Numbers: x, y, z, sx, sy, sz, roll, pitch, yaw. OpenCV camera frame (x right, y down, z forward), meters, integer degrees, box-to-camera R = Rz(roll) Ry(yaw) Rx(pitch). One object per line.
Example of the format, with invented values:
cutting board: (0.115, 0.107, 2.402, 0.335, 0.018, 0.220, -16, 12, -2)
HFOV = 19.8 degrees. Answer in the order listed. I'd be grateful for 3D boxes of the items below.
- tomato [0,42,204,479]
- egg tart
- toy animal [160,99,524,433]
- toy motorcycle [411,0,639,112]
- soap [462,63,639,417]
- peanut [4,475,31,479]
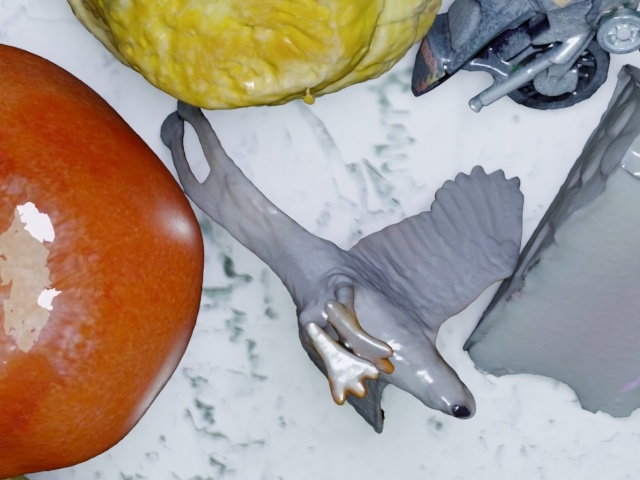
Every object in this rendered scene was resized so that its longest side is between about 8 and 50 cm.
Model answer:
tomato: (-0.253, 0.024, 1.384, 0.341, 0.272, 0.341, 2, 94, 33)
egg tart: (-0.059, -0.189, 1.305, 0.318, 0.128, 0.319, 6, 138, 5)
toy animal: (0.002, 0.009, 1.365, 0.284, 0.302, 0.225, 35, 104, -11)
toy motorcycle: (0.164, -0.212, 1.350, 0.173, 0.108, 0.307, 6, 138, -9)
soap: (0.242, 0.026, 1.374, 0.159, 0.258, 0.302, 25, 102, -5)
peanut: (-0.303, 0.228, 1.498, 0.313, 0.149, 0.149, 39, 100, -4)
